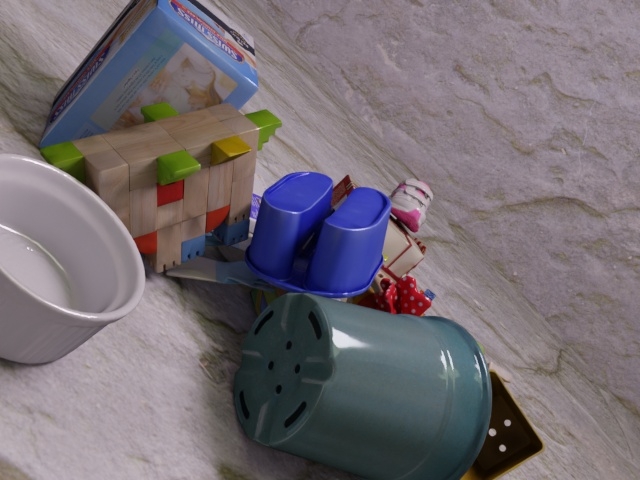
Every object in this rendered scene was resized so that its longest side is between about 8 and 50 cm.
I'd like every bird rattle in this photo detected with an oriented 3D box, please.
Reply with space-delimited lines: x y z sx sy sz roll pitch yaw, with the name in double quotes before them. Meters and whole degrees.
"bird rattle" 0.125 0.121 1.620 0.143 0.206 0.253 -22 49 -31

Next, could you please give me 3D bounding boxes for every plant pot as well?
"plant pot" 0.397 0.456 1.811 0.212 0.212 0.187 59 10 24
"plant pot" 0.056 0.251 1.310 0.334 0.341 0.341 24 32 -36

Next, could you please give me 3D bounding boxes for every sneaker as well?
"sneaker" 0.223 -0.101 1.884 0.103 0.111 0.252 41 8 -12
"sneaker" -0.124 0.026 1.623 0.212 0.094 0.080 33 27 -37

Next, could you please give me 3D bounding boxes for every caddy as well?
"caddy" 0.000 0.000 1.448 0.242 0.179 0.341 18 23 11

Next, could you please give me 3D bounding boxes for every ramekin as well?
"ramekin" -0.387 0.029 1.019 0.277 0.135 0.277 42 21 -20

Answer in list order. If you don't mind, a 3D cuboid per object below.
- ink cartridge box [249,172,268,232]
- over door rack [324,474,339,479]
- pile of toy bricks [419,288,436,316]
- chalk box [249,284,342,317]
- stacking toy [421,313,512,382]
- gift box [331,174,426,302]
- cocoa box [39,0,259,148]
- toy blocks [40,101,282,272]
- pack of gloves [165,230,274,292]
"ink cartridge box" -0.185 -0.106 1.798 0.208 0.045 0.206 26 31 -50
"over door rack" 0.159 0.498 1.207 0.324 0.108 0.239 45 -14 -15
"pile of toy bricks" 0.229 0.131 2.184 0.212 0.118 0.105 39 -11 -4
"chalk box" -0.031 0.163 1.519 0.132 0.132 0.213 29 28 -44
"stacking toy" 0.312 0.239 1.873 0.309 0.280 0.130 37 61 -39
"gift box" 0.084 0.034 1.825 0.258 0.255 0.276 42 16 -15
"cocoa box" -0.311 -0.275 1.402 0.231 0.347 0.227 36 24 -29
"toy blocks" -0.257 -0.068 1.285 0.382 0.260 0.191 -21 48 -34
"pack of gloves" -0.176 0.018 1.465 0.232 0.046 0.195 12 27 -15
